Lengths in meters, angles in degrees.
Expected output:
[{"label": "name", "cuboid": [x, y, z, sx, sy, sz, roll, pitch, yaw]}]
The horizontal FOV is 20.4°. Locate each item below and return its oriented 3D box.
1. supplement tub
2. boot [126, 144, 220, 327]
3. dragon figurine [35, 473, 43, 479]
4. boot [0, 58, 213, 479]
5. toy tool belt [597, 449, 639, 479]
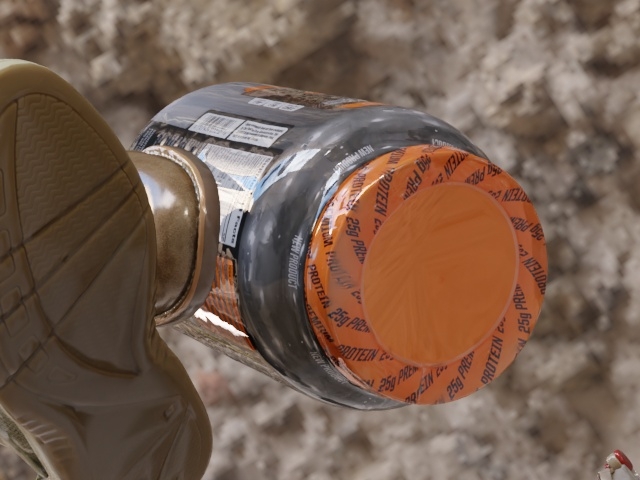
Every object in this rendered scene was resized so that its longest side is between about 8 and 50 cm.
[{"label": "supplement tub", "cuboid": [0.000, 0.000, 1.252, 0.207, 0.207, 0.338, -30, 21, -20]}, {"label": "boot", "cuboid": [-0.160, -0.011, 1.098, 0.115, 0.112, 0.305, 7, 2, -32]}, {"label": "dragon figurine", "cuboid": [-0.145, 0.183, 1.306, 0.085, 0.289, 0.144, -12, -5, -26]}, {"label": "boot", "cuboid": [-0.157, 0.001, 0.751, 0.095, 0.203, 0.262, -45, -35, -22]}, {"label": "toy tool belt", "cuboid": [0.215, 0.194, 1.321, 0.051, 0.052, 0.083, -41, 23, 13]}]
